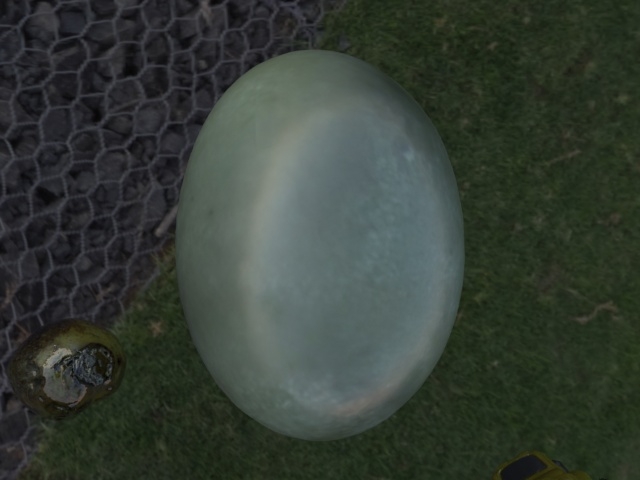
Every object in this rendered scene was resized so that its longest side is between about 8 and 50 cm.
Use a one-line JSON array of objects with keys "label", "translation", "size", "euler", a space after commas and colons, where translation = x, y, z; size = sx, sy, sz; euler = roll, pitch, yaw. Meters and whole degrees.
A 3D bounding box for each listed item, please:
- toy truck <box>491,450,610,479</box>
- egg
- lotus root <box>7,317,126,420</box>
[{"label": "toy truck", "translation": [0.234, 0.296, 0.827], "size": [0.147, 0.165, 0.224], "euler": [-30, 130, 0]}, {"label": "egg", "translation": [0.000, 0.000, 0.737], "size": [0.259, 0.258, 0.351], "euler": [1, 74, -30]}, {"label": "lotus root", "translation": [-0.222, 0.109, 0.702], "size": [0.089, 0.179, 0.080], "euler": [-24, 93, -31]}]
